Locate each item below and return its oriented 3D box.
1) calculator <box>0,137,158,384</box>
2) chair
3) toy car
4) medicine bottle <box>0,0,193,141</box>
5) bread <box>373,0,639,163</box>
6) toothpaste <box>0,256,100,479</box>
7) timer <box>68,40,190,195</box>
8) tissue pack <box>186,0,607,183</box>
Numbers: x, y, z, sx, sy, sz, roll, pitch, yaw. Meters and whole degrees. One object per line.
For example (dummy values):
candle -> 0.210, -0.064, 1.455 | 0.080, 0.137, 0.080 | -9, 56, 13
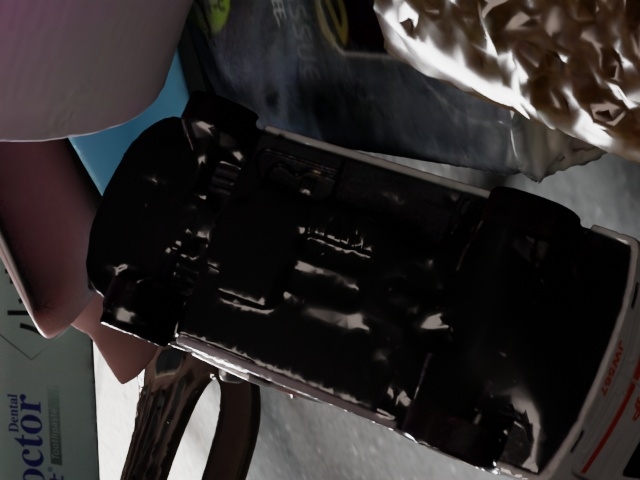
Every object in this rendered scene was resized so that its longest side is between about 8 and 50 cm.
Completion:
calculator -> -0.157, -0.098, 0.854 | 0.330, 0.048, 0.220 | 63, -179, 13
chair -> -0.061, 0.227, 0.999 | 0.175, 0.183, 0.326 | -17, 48, 65
toy car -> 0.023, 0.021, 0.634 | 0.209, 0.108, 0.089 | 18, 85, 33
medicine bottle -> -0.090, -0.214, 0.524 | 0.212, 0.212, 0.325 | 46, 123, 40
bread -> 0.102, -0.198, 0.361 | 0.165, 0.113, 0.416 | 29, 135, 29
toothpaste -> -0.161, 0.016, 0.976 | 0.089, 0.071, 0.313 | 137, 132, -61
timer -> -0.107, -0.099, 0.809 | 0.232, 0.091, 0.250 | -126, 19, -76
tissue pack -> 0.017, -0.116, 0.649 | 0.235, 0.073, 0.173 | 16, 121, 61
